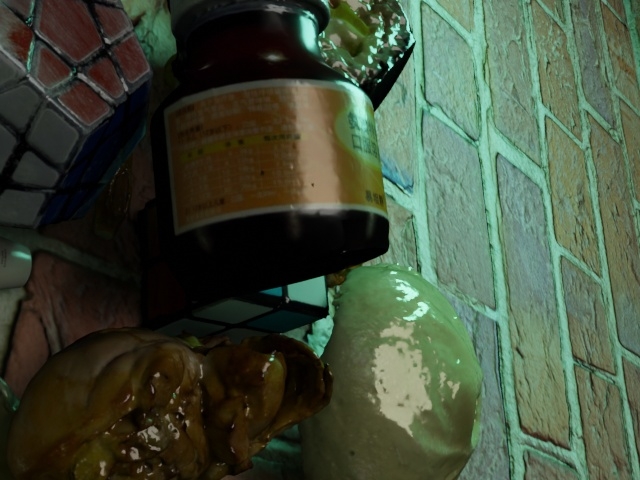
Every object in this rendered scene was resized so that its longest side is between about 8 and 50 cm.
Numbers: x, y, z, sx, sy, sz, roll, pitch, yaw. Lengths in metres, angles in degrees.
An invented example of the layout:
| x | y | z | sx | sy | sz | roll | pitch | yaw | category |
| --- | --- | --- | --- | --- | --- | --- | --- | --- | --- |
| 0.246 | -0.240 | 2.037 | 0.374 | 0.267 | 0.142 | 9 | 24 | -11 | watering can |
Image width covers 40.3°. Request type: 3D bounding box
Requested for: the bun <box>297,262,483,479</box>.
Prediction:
| x | y | z | sx | sy | sz | roll | pitch | yaw | category |
| --- | --- | --- | --- | --- | --- | --- | --- | --- | --- |
| 0.113 | 0.213 | 1.153 | 0.364 | 0.202 | 0.364 | 9 | 90 | -74 | bun |

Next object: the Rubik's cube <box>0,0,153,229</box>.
| x | y | z | sx | sy | sz | roll | pitch | yaw | category |
| --- | --- | --- | --- | --- | --- | --- | --- | --- | --- |
| -0.326 | -0.155 | 0.877 | 0.264 | 0.319 | 0.319 | 34 | 42 | 1 | Rubik's cube |

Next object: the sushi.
| x | y | z | sx | sy | sz | roll | pitch | yaw | category |
| --- | --- | --- | --- | --- | --- | --- | --- | --- | --- |
| -0.068 | -0.243 | 1.222 | 0.329 | 0.285 | 0.328 | 37 | 56 | -4 | sushi |

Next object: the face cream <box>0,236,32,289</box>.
| x | y | z | sx | sy | sz | roll | pitch | yaw | category |
| --- | --- | --- | --- | --- | --- | --- | --- | --- | --- |
| -0.387 | 0.014 | 0.891 | 0.182 | 0.051 | 0.072 | 14 | 65 | -45 | face cream |

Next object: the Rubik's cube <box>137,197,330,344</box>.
| x | y | z | sx | sy | sz | roll | pitch | yaw | category |
| --- | --- | --- | --- | --- | --- | --- | --- | --- | --- |
| -0.113 | 0.025 | 1.114 | 0.167 | 0.180 | 0.183 | 16 | 58 | -47 | Rubik's cube |

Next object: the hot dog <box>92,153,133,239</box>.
| x | y | z | sx | sy | sz | roll | pitch | yaw | category |
| --- | --- | --- | --- | --- | --- | --- | --- | --- | --- |
| -0.259 | -0.063 | 1.108 | 0.044 | 0.028 | 0.137 | 39 | 43 | -41 | hot dog |

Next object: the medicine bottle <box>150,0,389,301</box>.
| x | y | z | sx | sy | sz | roll | pitch | yaw | category |
| --- | --- | --- | --- | --- | --- | --- | --- | --- | --- |
| -0.068 | -0.148 | 0.910 | 0.242 | 0.242 | 0.395 | 0 | 78 | -51 | medicine bottle |

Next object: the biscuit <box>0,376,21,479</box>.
| x | y | z | sx | sy | sz | roll | pitch | yaw | category |
| --- | --- | --- | --- | --- | --- | --- | --- | --- | --- |
| -0.370 | 0.206 | 0.799 | 0.329 | 0.078 | 0.335 | -26 | 92 | -50 | biscuit |

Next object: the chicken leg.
| x | y | z | sx | sy | sz | roll | pitch | yaw | category |
| --- | --- | --- | --- | --- | --- | --- | --- | --- | --- |
| -0.123 | 0.158 | 0.911 | 0.409 | 0.295 | 0.182 | -8 | 84 | -82 | chicken leg |

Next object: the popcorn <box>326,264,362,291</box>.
| x | y | z | sx | sy | sz | roll | pitch | yaw | category |
| --- | --- | --- | --- | --- | --- | --- | --- | --- | --- |
| 0.001 | -0.018 | 1.312 | 0.194 | 0.140 | 0.163 | 28 | 57 | -42 | popcorn |
